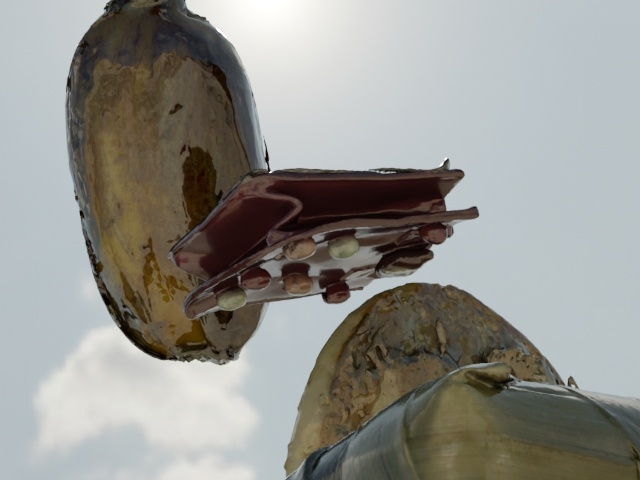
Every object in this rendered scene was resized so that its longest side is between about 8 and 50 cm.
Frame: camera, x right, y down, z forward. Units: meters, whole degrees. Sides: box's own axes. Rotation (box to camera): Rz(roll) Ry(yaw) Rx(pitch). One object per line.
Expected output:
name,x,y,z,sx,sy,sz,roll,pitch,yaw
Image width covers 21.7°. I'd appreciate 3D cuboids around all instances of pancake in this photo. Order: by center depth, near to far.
pancake,0.118,0.231,1.377,0.382,0.382,0.071,18,-25,-36

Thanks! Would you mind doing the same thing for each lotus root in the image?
lotus root,-0.147,-0.066,1.647,0.195,0.179,0.398,-7,-82,2

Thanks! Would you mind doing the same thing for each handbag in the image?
handbag,0.000,0.003,1.401,0.216,0.074,0.203,-3,-18,-32

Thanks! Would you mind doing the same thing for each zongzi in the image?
zongzi,0.081,0.147,0.818,0.221,0.112,0.242,13,-30,-30
